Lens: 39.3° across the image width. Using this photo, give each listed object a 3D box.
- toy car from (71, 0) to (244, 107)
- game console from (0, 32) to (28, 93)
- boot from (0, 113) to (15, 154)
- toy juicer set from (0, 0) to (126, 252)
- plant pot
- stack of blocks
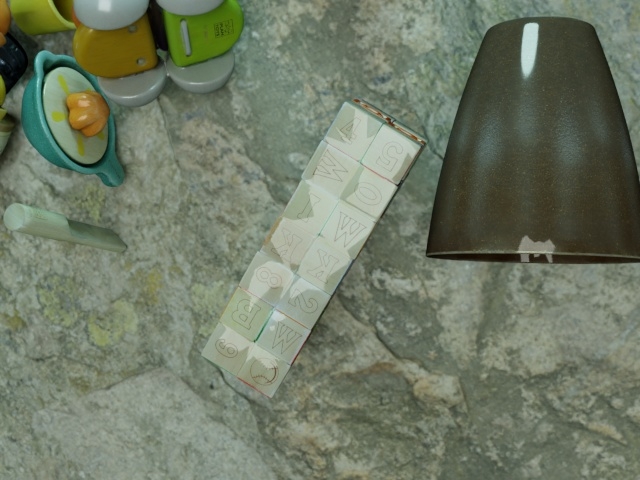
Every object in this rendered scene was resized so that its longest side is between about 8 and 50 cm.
[{"bbox_3d":[-0.177,-0.241,0.958,0.182,0.159,0.136,-13,54,-8],"label":"toy car"},{"bbox_3d":[-0.491,-0.297,1.008,0.361,0.044,0.213,44,140,-15],"label":"game console"},{"bbox_3d":[-0.485,-0.113,1.065,0.213,0.077,0.165,25,106,2],"label":"boot"},{"bbox_3d":[-0.287,-0.128,0.957,0.090,0.209,0.328,-12,98,21],"label":"toy juicer set"},{"bbox_3d":[0.214,-0.095,0.891,0.216,0.215,0.230,1,87,10],"label":"plant pot"},{"bbox_3d":[0.000,0.000,0.950,0.087,0.171,0.297,31,104,3],"label":"stack of blocks"}]
